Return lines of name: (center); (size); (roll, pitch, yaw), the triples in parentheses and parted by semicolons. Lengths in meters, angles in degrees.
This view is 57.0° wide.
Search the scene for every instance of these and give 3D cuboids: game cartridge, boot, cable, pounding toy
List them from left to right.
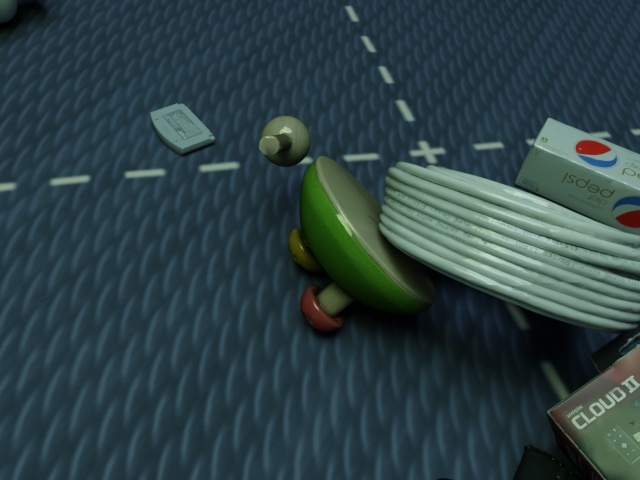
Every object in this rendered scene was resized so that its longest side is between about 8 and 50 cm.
game cartridge: (-0.180, -0.143, 0.754); (0.056, 0.017, 0.083); (-25, 57, -31)
pounding toy: (0.000, 0.000, 0.589); (0.237, 0.110, 0.183); (47, 16, -13)
cable: (0.174, 0.000, 0.549); (0.257, 0.089, 0.257); (19, 9, -9)
boot: (0.157, 0.210, 0.482); (0.121, 0.045, 0.099); (39, 57, 14)

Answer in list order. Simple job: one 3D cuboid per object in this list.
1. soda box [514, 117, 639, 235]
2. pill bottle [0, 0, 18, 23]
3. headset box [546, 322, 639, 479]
soda box: (0.363, -0.069, 0.735); (0.216, 0.069, 0.074); (28, 51, 14)
pill bottle: (-0.525, -0.362, 0.806); (0.264, 0.146, 0.146); (-21, 56, -23)
headset box: (0.332, 0.168, 0.426); (0.218, 0.110, 0.293); (-37, 50, 0)
